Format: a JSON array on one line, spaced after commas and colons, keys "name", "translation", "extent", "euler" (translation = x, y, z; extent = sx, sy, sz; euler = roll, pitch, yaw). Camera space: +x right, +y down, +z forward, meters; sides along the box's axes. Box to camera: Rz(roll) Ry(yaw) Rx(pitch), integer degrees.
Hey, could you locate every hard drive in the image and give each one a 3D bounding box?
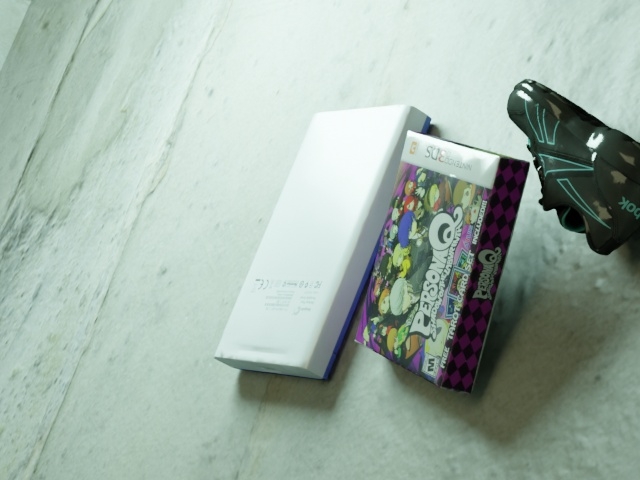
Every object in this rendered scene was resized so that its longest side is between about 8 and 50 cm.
[{"name": "hard drive", "translation": [0.000, 0.000, 2.206], "extent": [0.210, 0.040, 0.318], "euler": [1, 65, 58]}]

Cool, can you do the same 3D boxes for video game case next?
[{"name": "video game case", "translation": [0.118, 0.016, 1.930], "extent": [0.210, 0.042, 0.232], "euler": [26, 103, 66]}]

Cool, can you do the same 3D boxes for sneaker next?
[{"name": "sneaker", "translation": [0.234, -0.074, 1.833], "extent": [0.106, 0.101, 0.267], "euler": [-58, 28, 9]}]
